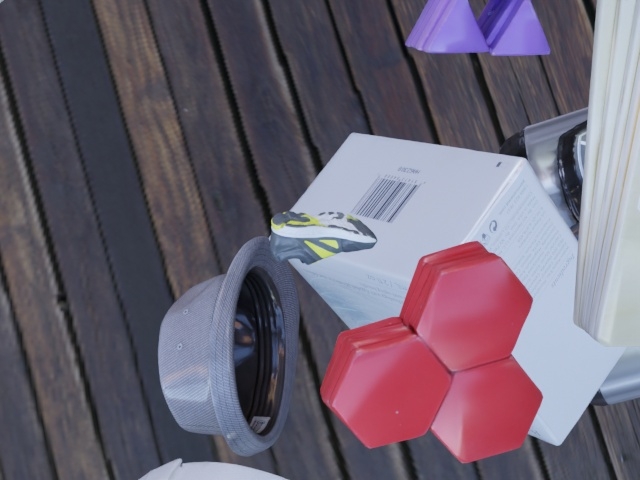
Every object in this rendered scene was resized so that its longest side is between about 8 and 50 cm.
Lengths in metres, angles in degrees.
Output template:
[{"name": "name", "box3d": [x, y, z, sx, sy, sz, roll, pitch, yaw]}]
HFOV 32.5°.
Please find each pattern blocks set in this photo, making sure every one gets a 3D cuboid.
[{"name": "pattern blocks set", "box3d": [0.176, -0.030, 0.407, 0.325, 0.026, 0.285, 9, 106, -20]}]

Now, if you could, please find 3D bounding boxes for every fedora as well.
[{"name": "fedora", "box3d": [-0.122, 0.136, 1.378, 0.124, 0.243, 0.275, -4, 60, 18]}]

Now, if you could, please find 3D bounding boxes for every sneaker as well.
[{"name": "sneaker", "box3d": [0.000, 0.000, 0.786, 0.083, 0.031, 0.035, 6, 119, -23]}]

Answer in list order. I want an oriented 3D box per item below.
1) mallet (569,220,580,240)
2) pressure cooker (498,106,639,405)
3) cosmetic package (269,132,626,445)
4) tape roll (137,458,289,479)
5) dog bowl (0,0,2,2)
[{"name": "mallet", "box3d": [0.298, -0.032, 1.035, 0.190, 0.039, 0.062, -35, 47, -18]}, {"name": "pressure cooker", "box3d": [0.457, -0.022, 1.316, 0.420, 0.375, 0.369, -16, 106, 16]}, {"name": "cosmetic package", "box3d": [0.115, 0.039, 0.966, 0.138, 0.224, 0.224, -53, 34, -16]}, {"name": "tape roll", "box3d": [-0.084, 0.421, 1.263, 0.392, 0.072, 0.392, 11, 125, 15]}, {"name": "dog bowl", "box3d": [-0.457, -0.357, 1.281, 0.265, 0.265, 0.104, -39, 80, 9]}]
